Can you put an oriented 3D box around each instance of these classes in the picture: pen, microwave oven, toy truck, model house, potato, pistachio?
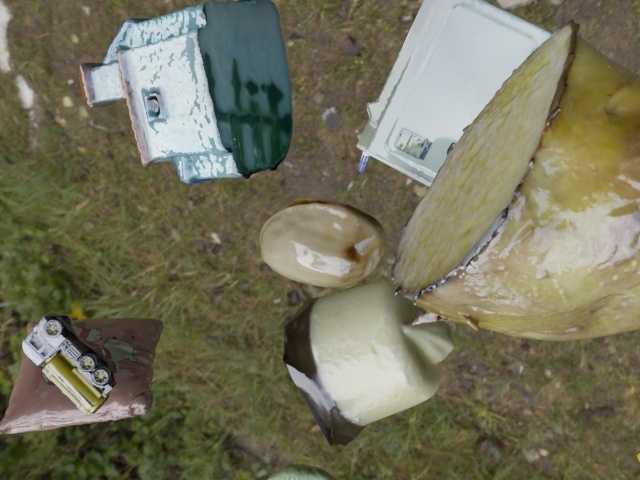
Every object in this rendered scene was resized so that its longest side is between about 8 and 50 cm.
[{"bbox_3d":[0.125,-0.244,1.718,0.025,0.025,0.204,31,140,12],"label":"pen"},{"bbox_3d":[0.279,-0.295,1.392,0.286,0.218,0.355,29,112,10],"label":"microwave oven"},{"bbox_3d":[-0.294,0.146,0.823,0.063,0.052,0.123,-44,95,-2],"label":"toy truck"},{"bbox_3d":[-0.248,-0.249,1.229,0.329,0.251,0.295,-4,104,27],"label":"model house"},{"bbox_3d":[0.245,-0.011,0.657,0.237,0.301,0.289,30,169,-8],"label":"potato"},{"bbox_3d":[0.000,0.000,1.009,0.206,0.129,0.131,12,117,39],"label":"pistachio"}]

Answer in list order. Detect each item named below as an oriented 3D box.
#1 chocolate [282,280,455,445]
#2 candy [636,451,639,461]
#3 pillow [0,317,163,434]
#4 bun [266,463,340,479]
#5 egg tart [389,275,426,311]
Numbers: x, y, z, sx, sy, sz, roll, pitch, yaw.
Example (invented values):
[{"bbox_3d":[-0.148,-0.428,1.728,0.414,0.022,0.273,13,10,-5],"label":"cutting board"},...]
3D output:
[{"bbox_3d":[0.127,0.244,1.552,0.297,0.326,0.314,-22,101,34],"label":"chocolate"},{"bbox_3d":[0.705,0.483,1.237,0.088,0.146,0.276,83,166,-64],"label":"candy"},{"bbox_3d":[-0.364,0.199,1.079,0.223,0.236,0.084,-1,122,-6],"label":"pillow"},{"bbox_3d":[-0.034,0.572,1.436,0.212,0.204,0.126,15,159,20],"label":"bun"},{"bbox_3d":[0.212,0.202,1.804,0.147,0.202,0.202,-43,92,7],"label":"egg tart"}]
